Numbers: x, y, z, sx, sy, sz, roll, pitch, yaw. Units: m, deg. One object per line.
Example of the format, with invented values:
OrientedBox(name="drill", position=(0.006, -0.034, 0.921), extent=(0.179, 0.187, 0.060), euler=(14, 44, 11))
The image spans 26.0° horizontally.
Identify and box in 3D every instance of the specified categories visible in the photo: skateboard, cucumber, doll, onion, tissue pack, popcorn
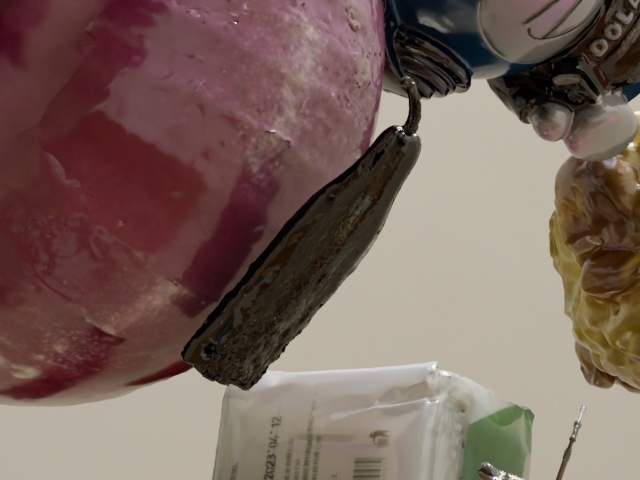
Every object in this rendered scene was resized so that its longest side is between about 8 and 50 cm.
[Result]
OrientedBox(name="skateboard", position=(0.138, 0.136, 0.883), extent=(0.032, 0.064, 0.083), euler=(-50, 159, -47))
OrientedBox(name="cucumber", position=(0.000, 0.000, 0.614), extent=(0.163, 0.043, 0.039), euler=(-48, -161, 14))
OrientedBox(name="doll", position=(0.144, -0.221, 1.065), extent=(0.240, 0.310, 0.284), euler=(21, -95, 44))
OrientedBox(name="onion", position=(-0.145, -0.088, 0.719), extent=(0.358, 0.358, 0.345), euler=(-66, 165, 3))
OrientedBox(name="tissue pack", position=(0.032, 0.299, 1.246), extent=(0.266, 0.194, 0.356), euler=(-7, -114, 35))
OrientedBox(name="popcorn", position=(0.336, 0.034, 1.343), extent=(0.265, 0.225, 0.332), euler=(-107, -164, -50))
